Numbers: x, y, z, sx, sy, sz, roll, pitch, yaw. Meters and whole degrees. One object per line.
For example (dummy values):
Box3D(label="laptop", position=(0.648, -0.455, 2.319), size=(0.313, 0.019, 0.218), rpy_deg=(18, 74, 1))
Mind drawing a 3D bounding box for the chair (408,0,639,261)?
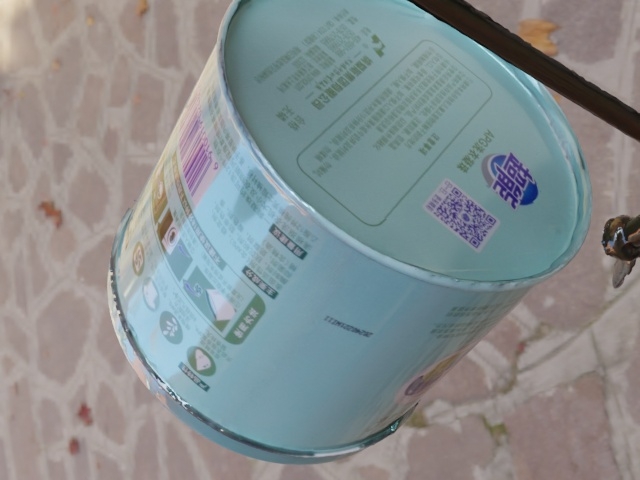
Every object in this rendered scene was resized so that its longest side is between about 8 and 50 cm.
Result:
Box3D(label="chair", position=(0.185, -0.225, 0.394), size=(0.410, 0.364, 0.362), rpy_deg=(-3, 64, 63))

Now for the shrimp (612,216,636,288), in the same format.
Box3D(label="shrimp", position=(0.304, 0.044, 0.846), size=(0.150, 0.051, 0.217), rpy_deg=(23, 153, 30))

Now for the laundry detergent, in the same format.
Box3D(label="laundry detergent", position=(0.000, 0.000, 0.807), size=(0.305, 0.287, 0.287), rpy_deg=(-54, 53, 44))
